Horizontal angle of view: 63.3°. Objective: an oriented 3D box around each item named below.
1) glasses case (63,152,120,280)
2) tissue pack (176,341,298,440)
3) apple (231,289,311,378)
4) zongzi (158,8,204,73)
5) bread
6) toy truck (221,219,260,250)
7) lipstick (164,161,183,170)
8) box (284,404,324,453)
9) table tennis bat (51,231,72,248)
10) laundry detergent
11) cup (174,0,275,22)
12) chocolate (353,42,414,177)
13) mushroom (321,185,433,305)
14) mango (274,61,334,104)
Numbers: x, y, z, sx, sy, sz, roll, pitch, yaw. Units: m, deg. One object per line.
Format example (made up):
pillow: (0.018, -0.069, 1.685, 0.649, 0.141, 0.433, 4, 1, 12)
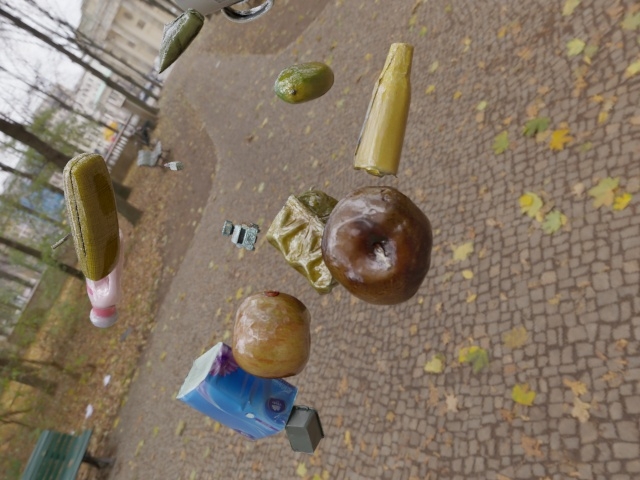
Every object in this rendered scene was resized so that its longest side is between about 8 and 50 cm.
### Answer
glasses case: (-0.386, -0.037, 0.884, 0.079, 0.064, 0.234, -63, -16, -54)
tissue pack: (-0.229, 0.424, 1.438, 0.198, 0.263, 0.146, -38, 23, 45)
apple: (-0.115, 0.226, 1.251, 0.211, 0.187, 0.211, -177, 90, -89)
zongzi: (-0.277, -0.388, 1.016, 0.104, 0.052, 0.113, -12, 60, 44)
bread: (0.003, -0.005, 1.435, 0.238, 0.252, 0.196, -36, -29, -42)
toy truck: (-0.269, -0.024, 1.751, 0.177, 0.115, 0.080, -148, 75, -76)
lipstick: (-0.478, -0.242, 1.677, 0.107, 0.025, 0.025, 13, 112, 48)
box: (-0.046, 0.516, 1.411, 0.084, 0.122, 0.069, -3, 27, 24)
table tennis bat: (-0.899, -0.020, 1.871, 0.158, 0.014, 0.095, -36, 10, -4)
laundry detergent: (-0.610, 0.105, 1.466, 0.159, 0.088, 0.335, 41, 131, 34)
cup: (-0.234, -0.682, 1.305, 0.257, 0.290, 0.219, -8, 58, 24)
chocolate: (0.226, -0.441, 1.766, 0.162, 0.162, 0.446, -156, 76, -66)
mushroom: (0.129, 0.015, 1.178, 0.267, 0.267, 0.254, -61, -8, 0)
mango: (-0.032, -0.390, 1.261, 0.122, 0.086, 0.191, 10, 39, 38)
